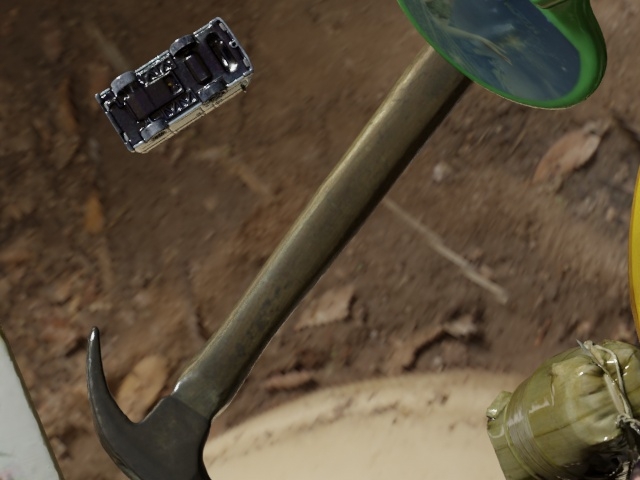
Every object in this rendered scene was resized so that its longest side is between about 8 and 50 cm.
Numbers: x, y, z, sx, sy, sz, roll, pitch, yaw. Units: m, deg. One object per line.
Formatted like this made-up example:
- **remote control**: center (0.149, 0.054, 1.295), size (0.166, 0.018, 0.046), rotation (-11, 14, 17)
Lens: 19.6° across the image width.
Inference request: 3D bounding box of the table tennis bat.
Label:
- **table tennis bat**: center (0.123, -0.147, 1.094), size (0.160, 0.039, 0.257), rotation (46, 157, -12)

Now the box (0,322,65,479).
- **box**: center (-0.121, 0.105, 0.510), size (0.122, 0.032, 0.220), rotation (-22, 88, -17)

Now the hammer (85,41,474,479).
- **hammer**: center (0.000, 0.000, 1.313), size (0.168, 0.440, 0.044), rotation (37, 157, 2)

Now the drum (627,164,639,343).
- **drum**: center (0.436, -0.018, 1.390), size (0.214, 0.431, 0.431), rotation (13, 118, -28)

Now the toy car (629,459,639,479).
- **toy car**: center (0.276, 0.194, 0.885), size (0.180, 0.212, 0.271), rotation (-11, 96, -10)

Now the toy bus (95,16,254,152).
- **toy bus**: center (-0.116, -0.124, 1.525), size (0.123, 0.075, 0.060), rotation (-33, 83, 0)

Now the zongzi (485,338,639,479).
- **zongzi**: center (0.202, 0.082, 1.053), size (0.178, 0.189, 0.081), rotation (-17, 76, -18)
